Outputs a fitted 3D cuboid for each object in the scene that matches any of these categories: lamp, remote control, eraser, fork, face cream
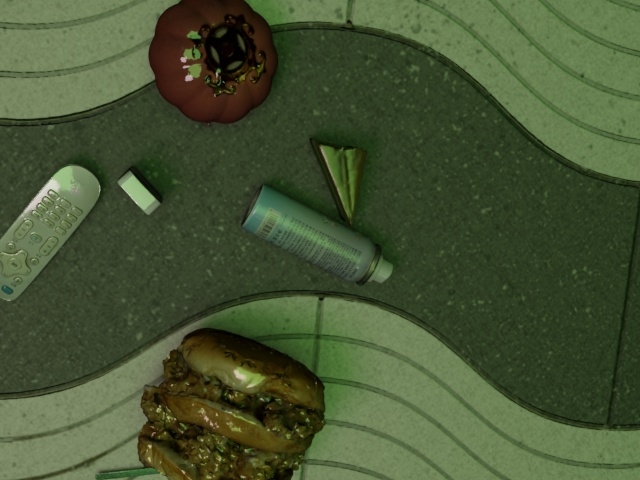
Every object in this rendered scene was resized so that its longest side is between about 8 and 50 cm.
[{"bbox_3d":[-0.149,-0.250,1.173,0.182,0.140,0.182,-3,97,-27],"label":"lamp"},{"bbox_3d":[-0.400,-0.016,1.209,0.073,0.044,0.229,37,99,-27],"label":"remote control"},{"bbox_3d":[-0.251,-0.071,1.190,0.026,0.105,0.065,-44,102,-1],"label":"eraser"},{"bbox_3d":[-0.221,0.343,1.294,0.235,0.021,0.039,-3,94,-7],"label":"fork"},{"bbox_3d":[0.000,0.000,1.253,0.229,0.075,0.075,28,93,-11],"label":"face cream"}]

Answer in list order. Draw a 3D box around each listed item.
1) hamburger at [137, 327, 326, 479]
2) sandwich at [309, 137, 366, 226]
[{"bbox_3d":[-0.109,0.244,1.182,0.245,0.260,0.211,19,90,-30],"label":"hamburger"},{"bbox_3d":[0.015,-0.085,1.245,0.074,0.074,0.117,8,97,-11],"label":"sandwich"}]
